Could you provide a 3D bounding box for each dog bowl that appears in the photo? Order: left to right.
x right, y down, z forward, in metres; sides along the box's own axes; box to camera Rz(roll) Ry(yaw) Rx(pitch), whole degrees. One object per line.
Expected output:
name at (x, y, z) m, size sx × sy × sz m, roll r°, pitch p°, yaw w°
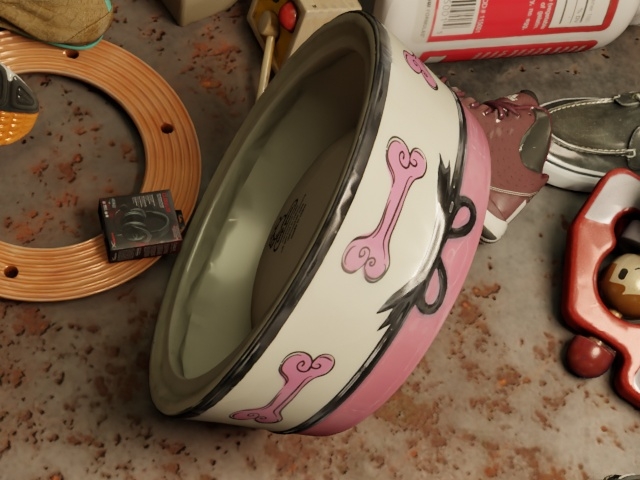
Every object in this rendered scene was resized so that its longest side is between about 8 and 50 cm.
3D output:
dog bowl at (0.000, 0.000, 1.143) m, size 0.150 × 0.408 × 0.408 m, roll 26°, pitch 58°, yaw -19°

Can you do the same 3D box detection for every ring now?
ring at (-0.296, -0.083, 1.309) m, size 0.337 × 0.032 × 0.336 m, roll 6°, pitch 62°, yaw -11°

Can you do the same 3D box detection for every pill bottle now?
pill bottle at (0.233, -0.331, 1.451) m, size 0.408 × 0.229 × 0.229 m, roll -6°, pitch 64°, yaw -17°

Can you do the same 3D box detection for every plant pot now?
plant pot at (-0.145, -0.313, 1.428) m, size 0.109 × 0.096 × 0.109 m, roll -27°, pitch 71°, yaw -25°

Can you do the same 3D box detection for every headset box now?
headset box at (-0.182, -0.016, 1.265) m, size 0.083 × 0.032 × 0.062 m, roll -8°, pitch 66°, yaw -17°

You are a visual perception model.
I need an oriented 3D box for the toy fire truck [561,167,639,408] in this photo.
toy fire truck at (0.396, 0.071, 1.331) m, size 0.302 × 0.169 × 0.254 m, roll 33°, pitch 79°, yaw 6°

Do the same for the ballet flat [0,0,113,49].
ballet flat at (-0.391, -0.291, 1.320) m, size 0.342 × 0.124 × 0.116 m, roll 11°, pitch 50°, yaw 1°

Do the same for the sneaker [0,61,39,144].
sneaker at (-0.416, -0.181, 1.261) m, size 0.262 × 0.099 × 0.121 m, roll 20°, pitch 17°, yaw -21°

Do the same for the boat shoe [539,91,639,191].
boat shoe at (0.391, -0.134, 1.447) m, size 0.335 × 0.119 × 0.121 m, roll -1°, pitch 63°, yaw -14°

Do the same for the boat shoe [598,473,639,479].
boat shoe at (0.387, 0.297, 1.244) m, size 0.233 × 0.079 × 0.084 m, roll 22°, pitch 58°, yaw -3°

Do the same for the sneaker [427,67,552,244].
sneaker at (0.154, -0.147, 1.362) m, size 0.162 × 0.106 × 0.281 m, roll -39°, pitch 105°, yaw -15°

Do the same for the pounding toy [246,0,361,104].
pounding toy at (-0.034, -0.241, 1.406) m, size 0.100 × 0.141 × 0.130 m, roll -8°, pitch 55°, yaw -28°
